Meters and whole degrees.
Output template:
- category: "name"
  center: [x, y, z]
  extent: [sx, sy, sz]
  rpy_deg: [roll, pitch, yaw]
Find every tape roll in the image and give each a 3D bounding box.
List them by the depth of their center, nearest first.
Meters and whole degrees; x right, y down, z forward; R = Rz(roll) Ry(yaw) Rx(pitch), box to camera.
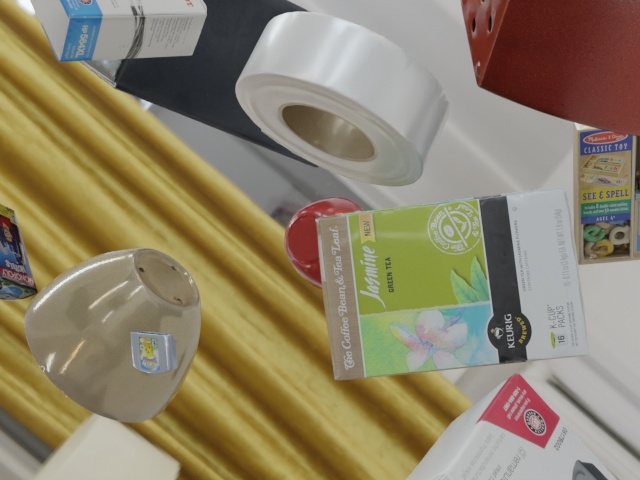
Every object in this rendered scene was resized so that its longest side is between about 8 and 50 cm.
- category: "tape roll"
  center: [0.028, -0.187, 1.314]
  extent: [0.100, 0.286, 0.286]
  rpy_deg: [-65, 7, -14]

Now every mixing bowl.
- category: "mixing bowl"
  center: [0.000, 0.000, 1.794]
  extent: [0.181, 0.181, 0.098]
  rpy_deg: [-49, -28, 16]

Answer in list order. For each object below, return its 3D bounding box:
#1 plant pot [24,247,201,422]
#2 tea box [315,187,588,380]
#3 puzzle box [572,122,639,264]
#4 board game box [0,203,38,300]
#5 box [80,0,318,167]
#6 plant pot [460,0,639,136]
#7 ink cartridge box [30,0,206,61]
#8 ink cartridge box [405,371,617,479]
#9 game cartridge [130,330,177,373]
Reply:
- category: "plant pot"
  center: [-0.303, 0.123, 1.555]
  extent: [0.191, 0.284, 0.284]
  rpy_deg: [-46, 4, 22]
- category: "tea box"
  center: [0.177, 0.066, 1.346]
  extent: [0.323, 0.220, 0.329]
  rpy_deg: [-8, -5, 6]
- category: "puzzle box"
  center: [0.640, -0.100, 1.634]
  extent: [0.408, 0.272, 0.052]
  rpy_deg: [-6, 30, 7]
- category: "board game box"
  center: [-0.488, 0.023, 1.354]
  extent: [0.060, 0.194, 0.194]
  rpy_deg: [-26, -22, 10]
- category: "box"
  center: [-0.232, -0.409, 2.024]
  extent: [0.472, 0.479, 0.298]
  rpy_deg: [39, 107, 57]
- category: "plant pot"
  center: [0.324, -0.318, 1.256]
  extent: [0.267, 0.235, 0.268]
  rpy_deg: [99, 168, -56]
- category: "ink cartridge box"
  center: [-0.282, -0.329, 1.331]
  extent: [0.203, 0.148, 0.086]
  rpy_deg: [-9, -35, -34]
- category: "ink cartridge box"
  center: [0.232, 0.321, 0.977]
  extent: [0.131, 0.306, 0.226]
  rpy_deg: [-49, -8, 33]
- category: "game cartridge"
  center: [-0.227, 0.152, 1.299]
  extent: [0.083, 0.056, 0.017]
  rpy_deg: [-1, 8, 41]
